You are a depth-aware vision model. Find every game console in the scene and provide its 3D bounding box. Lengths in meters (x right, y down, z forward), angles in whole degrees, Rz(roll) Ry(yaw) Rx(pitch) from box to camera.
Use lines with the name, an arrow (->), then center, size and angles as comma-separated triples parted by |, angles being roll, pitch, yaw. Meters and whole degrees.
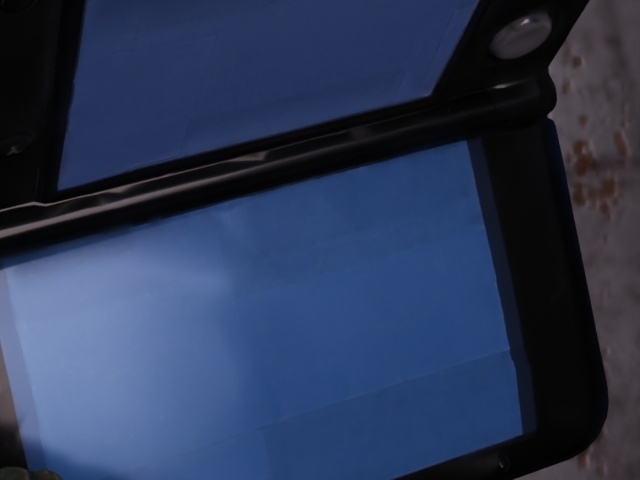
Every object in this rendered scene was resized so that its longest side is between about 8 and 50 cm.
game console -> 0.000, 0.000, 0.571 | 0.293, 0.250, 0.173 | -16, 68, -22

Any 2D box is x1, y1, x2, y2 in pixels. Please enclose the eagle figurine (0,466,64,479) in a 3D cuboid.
eagle figurine -> -0.126, 0.183, 0.491 | 0.298, 0.225, 0.226 | 21, 81, 0
